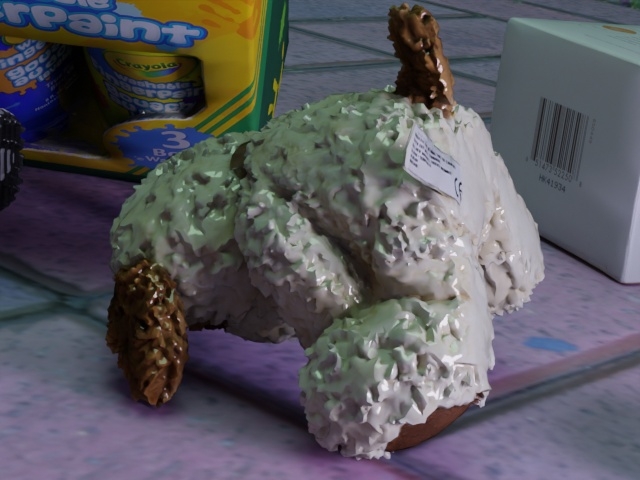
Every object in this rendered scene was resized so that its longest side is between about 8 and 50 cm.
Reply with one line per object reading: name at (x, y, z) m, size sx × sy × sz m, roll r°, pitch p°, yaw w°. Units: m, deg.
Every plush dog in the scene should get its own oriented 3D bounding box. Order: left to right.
plush dog at (-0.016, -0.009, 0.923) m, size 0.225 × 0.211 × 0.262 m, roll -11°, pitch 19°, yaw 21°

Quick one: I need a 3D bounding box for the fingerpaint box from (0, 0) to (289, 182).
fingerpaint box at (-0.251, -0.195, 1.182) m, size 0.444 × 0.163 × 0.371 m, roll 9°, pitch -21°, yaw 1°

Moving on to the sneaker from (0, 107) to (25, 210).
sneaker at (-0.279, -0.051, 1.129) m, size 0.106 × 0.078 × 0.234 m, roll 8°, pitch 15°, yaw 9°

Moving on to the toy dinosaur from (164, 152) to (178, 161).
toy dinosaur at (0.000, 0.000, 1.131) m, size 0.118 × 0.064 × 0.268 m, roll -21°, pitch 33°, yaw -34°

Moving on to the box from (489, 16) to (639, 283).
box at (0.341, -0.078, 1.371) m, size 0.345 × 0.168 × 0.215 m, roll -1°, pitch 18°, yaw -27°
